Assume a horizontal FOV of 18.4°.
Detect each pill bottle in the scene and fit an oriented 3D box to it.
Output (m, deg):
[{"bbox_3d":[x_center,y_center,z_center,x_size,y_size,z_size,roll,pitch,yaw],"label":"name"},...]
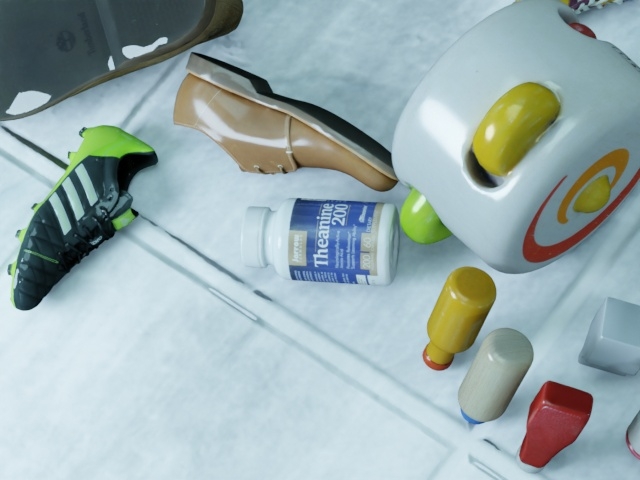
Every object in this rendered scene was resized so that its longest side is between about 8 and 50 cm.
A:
[{"bbox_3d":[0.000,0.000,1.575,0.120,0.067,0.067,3,65,10],"label":"pill bottle"}]

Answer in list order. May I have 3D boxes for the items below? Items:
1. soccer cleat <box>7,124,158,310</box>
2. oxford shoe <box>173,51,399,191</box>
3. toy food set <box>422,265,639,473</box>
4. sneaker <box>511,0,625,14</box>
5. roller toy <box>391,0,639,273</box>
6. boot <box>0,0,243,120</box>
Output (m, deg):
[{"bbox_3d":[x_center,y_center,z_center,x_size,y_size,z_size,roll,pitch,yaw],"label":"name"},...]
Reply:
[{"bbox_3d":[-0.195,-0.017,1.619,0.072,0.060,0.179,20,66,15],"label":"soccer cleat"},{"bbox_3d":[-0.026,-0.081,1.629,0.212,0.076,0.076,26,98,20],"label":"oxford shoe"},{"bbox_3d":[0.190,0.113,1.497,0.232,0.104,0.111,16,53,-4],"label":"toy food set"},{"bbox_3d":[0.229,-0.215,1.644,0.084,0.069,0.185,41,91,-2],"label":"sneaker"},{"bbox_3d":[0.166,-0.077,1.515,0.191,0.209,0.146,-31,63,-29],"label":"roller toy"},{"bbox_3d":[-0.207,-0.164,1.679,0.305,0.115,0.112,-12,85,21],"label":"boot"}]
